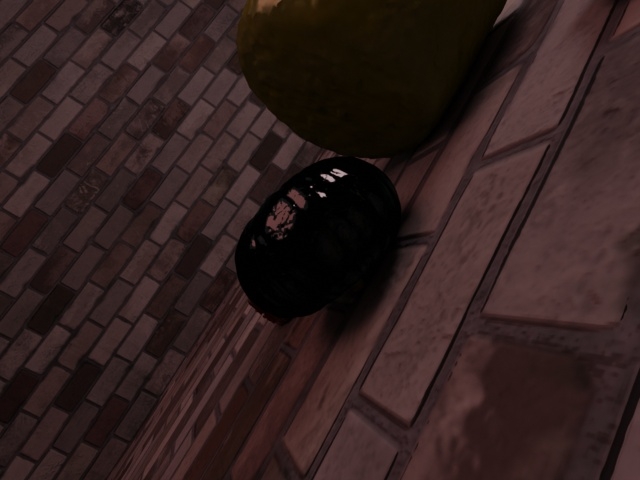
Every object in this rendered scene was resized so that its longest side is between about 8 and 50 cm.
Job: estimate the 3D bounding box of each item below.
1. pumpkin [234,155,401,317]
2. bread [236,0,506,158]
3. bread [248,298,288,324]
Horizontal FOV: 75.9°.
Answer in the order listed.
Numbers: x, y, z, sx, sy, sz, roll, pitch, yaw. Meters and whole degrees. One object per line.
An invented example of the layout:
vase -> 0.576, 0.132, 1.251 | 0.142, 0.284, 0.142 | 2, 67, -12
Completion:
pumpkin -> 0.000, 0.000, 0.454 | 0.202, 0.140, 0.202 | -46, -1, -1
bread -> 0.061, -0.310, 0.589 | 0.307, 0.348, 0.348 | -64, 12, -12
bread -> -0.059, 0.062, 0.700 | 0.160, 0.073, 0.160 | -53, 12, 16
